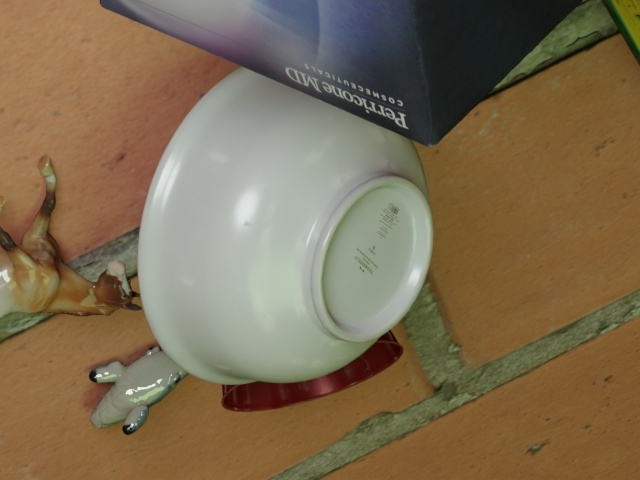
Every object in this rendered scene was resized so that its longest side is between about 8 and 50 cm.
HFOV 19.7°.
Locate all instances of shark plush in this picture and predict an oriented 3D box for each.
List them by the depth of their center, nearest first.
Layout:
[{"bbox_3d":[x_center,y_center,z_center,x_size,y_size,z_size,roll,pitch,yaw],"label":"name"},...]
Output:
[{"bbox_3d":[-0.161,0.127,1.814,0.161,0.073,0.067,-44,167,-12],"label":"shark plush"}]

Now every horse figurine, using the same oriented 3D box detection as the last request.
[{"bbox_3d":[-0.297,0.035,1.573,0.263,0.066,0.174,-23,139,-10],"label":"horse figurine"}]

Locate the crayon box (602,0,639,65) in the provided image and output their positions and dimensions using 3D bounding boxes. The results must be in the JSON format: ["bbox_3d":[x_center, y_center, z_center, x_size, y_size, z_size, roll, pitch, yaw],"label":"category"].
[{"bbox_3d":[0.347,-0.221,1.659,0.165,0.081,0.278,-34,144,8],"label":"crayon box"}]

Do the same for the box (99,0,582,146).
[{"bbox_3d":[-0.012,-0.255,1.127,0.183,0.296,0.294,-45,143,-28],"label":"box"}]

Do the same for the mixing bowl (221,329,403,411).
[{"bbox_3d":[-0.020,0.087,1.769,0.181,0.098,0.181,-16,163,-5],"label":"mixing bowl"}]

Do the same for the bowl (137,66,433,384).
[{"bbox_3d":[0.000,0.000,1.545,0.298,0.134,0.298,-22,122,-41],"label":"bowl"}]
